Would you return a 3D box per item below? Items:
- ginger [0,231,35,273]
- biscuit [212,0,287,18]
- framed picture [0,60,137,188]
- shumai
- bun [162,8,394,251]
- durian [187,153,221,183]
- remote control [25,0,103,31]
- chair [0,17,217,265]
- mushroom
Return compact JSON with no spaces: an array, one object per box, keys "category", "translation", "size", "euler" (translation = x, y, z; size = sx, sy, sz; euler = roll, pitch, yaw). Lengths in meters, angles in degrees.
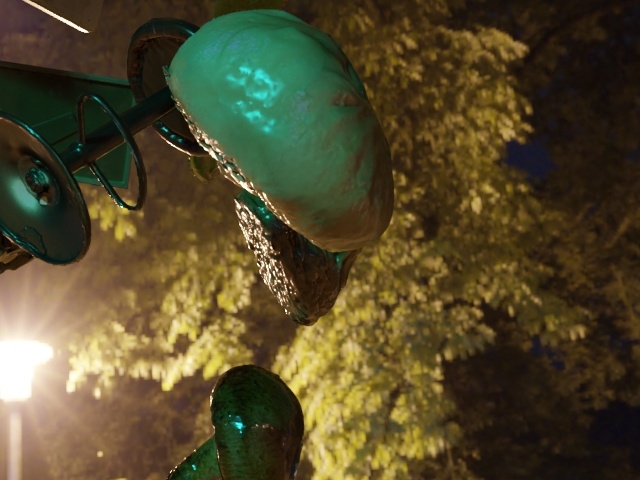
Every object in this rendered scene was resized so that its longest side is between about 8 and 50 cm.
[{"category":"ginger","translation":[-0.672,-0.031,1.925],"size":[0.358,0.413,0.211],"euler":[30,-74,-15]},{"category":"biscuit","translation":[-0.116,-0.446,1.920],"size":[0.186,0.036,0.192],"euler":[35,-52,6]},{"category":"framed picture","translation":[-0.426,-0.187,1.598],"size":[0.250,0.184,0.016],"euler":[6,12,-12]},{"category":"shumai","translation":[0.000,0.000,2.027],"size":[0.262,0.314,0.267],"euler":[-24,13,-16]},{"category":"bun","translation":[-0.026,-0.115,0.976],"size":[0.168,0.273,0.273],"euler":[-40,-28,3]},{"category":"durian","translation":[-0.203,-0.202,1.989],"size":[0.100,0.086,0.215],"euler":[31,-54,-19]},{"category":"remote control","translation":[-0.411,-0.398,1.565],"size":[0.029,0.087,0.190],"euler":[14,0,23]},{"category":"chair","translation":[-0.261,-0.161,1.338],"size":[0.226,0.226,0.401],"euler":[-35,6,48]},{"category":"mushroom","translation":[-0.200,0.451,2.207],"size":[0.356,0.334,0.331],"euler":[-9,16,21]}]
